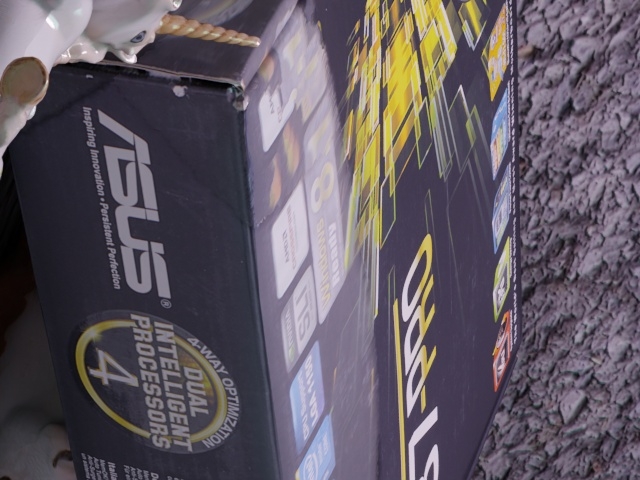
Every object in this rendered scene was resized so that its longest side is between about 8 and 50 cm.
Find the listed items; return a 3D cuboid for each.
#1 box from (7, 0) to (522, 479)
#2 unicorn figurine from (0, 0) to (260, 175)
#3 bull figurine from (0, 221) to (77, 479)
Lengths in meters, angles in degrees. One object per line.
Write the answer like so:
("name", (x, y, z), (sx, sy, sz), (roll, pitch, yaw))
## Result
("box", (0.000, 0.000, 0.798), (0.318, 0.097, 0.395), (-60, 154, -45))
("unicorn figurine", (-0.074, -0.046, 0.475), (0.162, 0.060, 0.111), (-47, 174, -28))
("bull figurine", (-0.094, 0.019, 0.895), (0.310, 0.101, 0.188), (-76, -170, -80))
